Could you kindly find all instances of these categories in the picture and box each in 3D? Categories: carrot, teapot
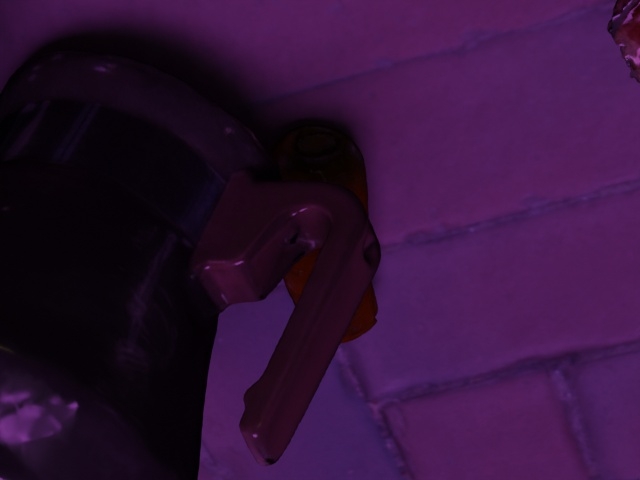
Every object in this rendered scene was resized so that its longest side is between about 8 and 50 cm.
[{"bbox_3d":[0.000,0.000,1.310,0.087,0.087,0.193,-1,130,5],"label":"carrot"},{"bbox_3d":[-0.161,0.057,1.161,0.376,0.362,0.305,1,139,27],"label":"teapot"}]

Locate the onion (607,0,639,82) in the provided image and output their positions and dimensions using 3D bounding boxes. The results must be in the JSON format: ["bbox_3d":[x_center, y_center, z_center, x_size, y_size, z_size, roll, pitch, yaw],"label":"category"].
[{"bbox_3d":[0.307,-0.255,1.035,0.267,0.159,0.348,41,129,-13],"label":"onion"}]
